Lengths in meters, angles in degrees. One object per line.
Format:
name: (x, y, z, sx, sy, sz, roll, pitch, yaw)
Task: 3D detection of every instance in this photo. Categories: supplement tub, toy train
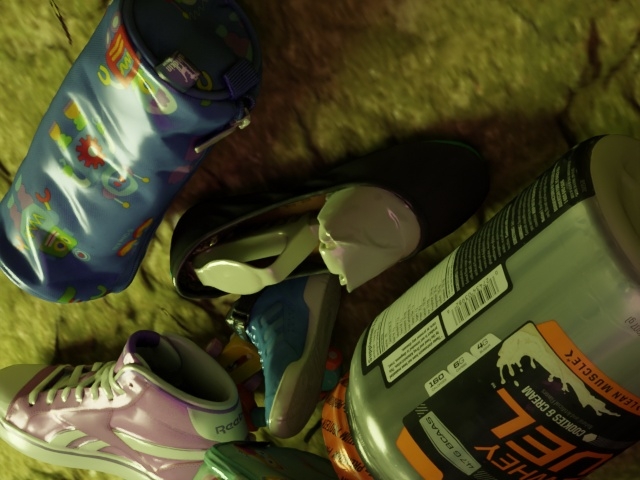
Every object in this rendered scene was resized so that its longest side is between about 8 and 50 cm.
supplement tub: (0.155, 0.085, 1.056, 0.193, 0.194, 0.316, 38, 125, -13)
toy train: (-0.036, 0.124, 1.275, 0.166, 0.046, 0.125, -8, 126, 29)

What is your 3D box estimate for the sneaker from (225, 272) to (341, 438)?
sneaker: (-0.041, 0.090, 1.181, 0.084, 0.152, 0.058, 4, 155, 23)

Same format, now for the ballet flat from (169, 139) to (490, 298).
ballet flat: (0.000, 0.000, 1.122, 0.280, 0.096, 0.095, -15, 122, 29)

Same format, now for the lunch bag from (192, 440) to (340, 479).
lunch bag: (0.025, 0.261, 1.159, 0.279, 0.224, 0.108, 30, 97, 30)

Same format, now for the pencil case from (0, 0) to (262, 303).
pencil case: (-0.150, -0.068, 1.100, 0.133, 0.119, 0.306, 48, 132, 8)

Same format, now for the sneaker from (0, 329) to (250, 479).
sneaker: (-0.187, 0.129, 1.284, 0.282, 0.102, 0.161, 14, 129, 20)
